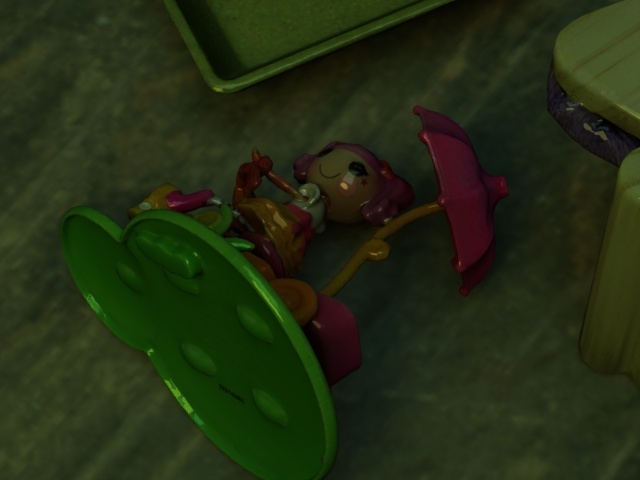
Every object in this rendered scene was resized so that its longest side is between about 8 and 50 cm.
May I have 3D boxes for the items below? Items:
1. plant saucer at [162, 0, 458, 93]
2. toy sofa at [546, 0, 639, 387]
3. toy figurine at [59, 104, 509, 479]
[{"bbox_3d":[-0.005,-0.167,0.767,0.188,0.045,0.188,-24,66,-11],"label":"plant saucer"},{"bbox_3d":[0.270,-0.065,0.660,0.362,0.150,0.177,-33,63,-15],"label":"toy sofa"},{"bbox_3d":[0.000,0.000,0.667,0.159,0.130,0.173,-34,43,-30],"label":"toy figurine"}]
